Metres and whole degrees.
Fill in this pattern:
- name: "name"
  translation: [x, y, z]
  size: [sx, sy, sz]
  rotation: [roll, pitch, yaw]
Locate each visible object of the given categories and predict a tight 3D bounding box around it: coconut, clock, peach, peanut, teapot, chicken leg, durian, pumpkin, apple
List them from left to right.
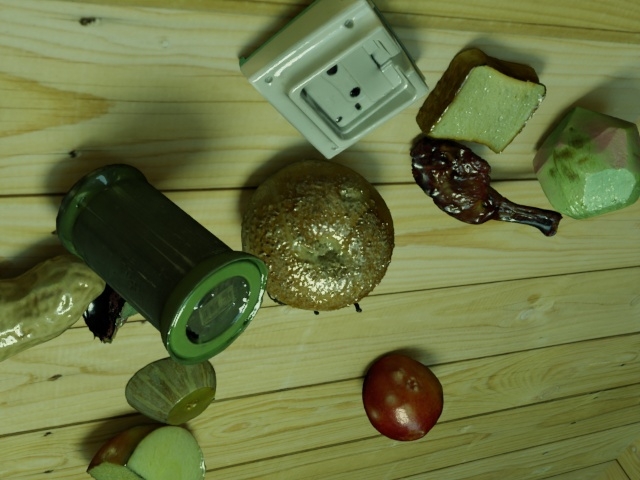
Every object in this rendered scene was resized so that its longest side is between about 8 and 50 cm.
- name: "peanut"
  translation: [-0.535, 0.121, 1.328]
  size: [0.325, 0.140, 0.153]
  rotation: [-28, 125, -2]
- name: "durian"
  translation: [-0.388, 0.098, 1.438]
  size: [0.108, 0.119, 0.186]
  rotation: [-41, 167, -52]
- name: "apple"
  translation: [-0.426, 0.554, 1.849]
  size: [0.254, 0.179, 0.346]
  rotation: [-38, 141, -6]
- name: "teapot"
  translation: [-0.267, 0.039, 1.231]
  size: [0.200, 0.337, 0.270]
  rotation: [-39, 150, -26]
- name: "pumpkin"
  translation: [-0.334, 0.367, 1.753]
  size: [0.217, 0.110, 0.217]
  rotation: [-19, 138, -18]
- name: "clock"
  translation: [0.036, -0.262, 1.237]
  size: [0.231, 0.116, 0.262]
  rotation: [-36, 140, 12]
- name: "peach"
  translation: [0.227, 0.431, 2.042]
  size: [0.244, 0.243, 0.199]
  rotation: [0, 140, -30]
- name: "chicken leg"
  translation: [0.335, -0.101, 1.575]
  size: [0.407, 0.095, 0.158]
  rotation: [27, 144, -27]
- name: "coconut"
  translation: [0.568, -0.169, 1.577]
  size: [0.205, 0.236, 0.236]
  rotation: [-20, 143, -30]

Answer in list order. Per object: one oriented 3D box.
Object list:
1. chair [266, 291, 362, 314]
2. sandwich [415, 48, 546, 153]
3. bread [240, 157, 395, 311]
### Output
- name: "chair"
  translation: [-0.013, 0.083, 1.626]
  size: [0.174, 0.149, 0.213]
  rotation: [-1, 177, -33]
- name: "sandwich"
  translation: [0.309, -0.261, 1.434]
  size: [0.215, 0.065, 0.186]
  rotation: [5, 132, -33]
- name: "bread"
  translation: [0.000, 0.000, 1.409]
  size: [0.306, 0.159, 0.305]
  rotation: [-4, 109, -13]
